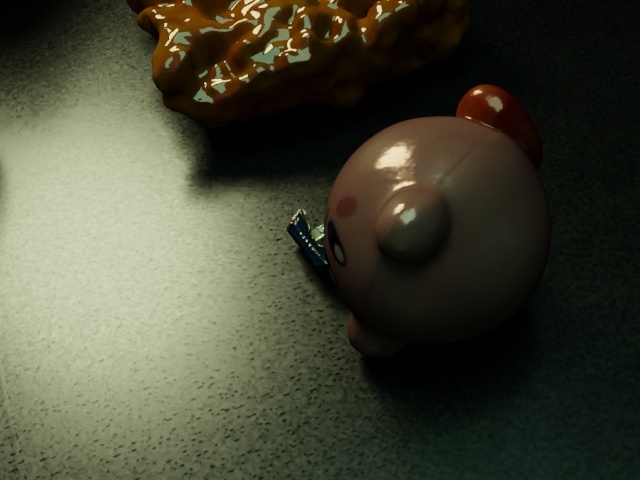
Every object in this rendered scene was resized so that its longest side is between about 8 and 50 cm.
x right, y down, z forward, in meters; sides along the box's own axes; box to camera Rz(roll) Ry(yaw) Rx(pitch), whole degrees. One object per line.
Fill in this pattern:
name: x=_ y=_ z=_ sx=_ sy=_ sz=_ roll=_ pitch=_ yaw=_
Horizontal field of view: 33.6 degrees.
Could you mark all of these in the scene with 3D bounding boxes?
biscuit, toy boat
biscuit: x=-0.035 y=-0.260 z=1.042 sx=0.318 sy=0.110 sz=0.312 roll=-21 pitch=56 yaw=-7
toy boat: x=0.000 y=0.000 z=0.864 sx=0.038 sy=0.038 sz=0.083 roll=-25 pitch=49 yaw=-16

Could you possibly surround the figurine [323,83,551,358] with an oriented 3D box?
figurine: x=0.081 y=-0.005 z=0.771 sx=0.173 sy=0.173 sz=0.173 roll=-3 pitch=47 yaw=4
